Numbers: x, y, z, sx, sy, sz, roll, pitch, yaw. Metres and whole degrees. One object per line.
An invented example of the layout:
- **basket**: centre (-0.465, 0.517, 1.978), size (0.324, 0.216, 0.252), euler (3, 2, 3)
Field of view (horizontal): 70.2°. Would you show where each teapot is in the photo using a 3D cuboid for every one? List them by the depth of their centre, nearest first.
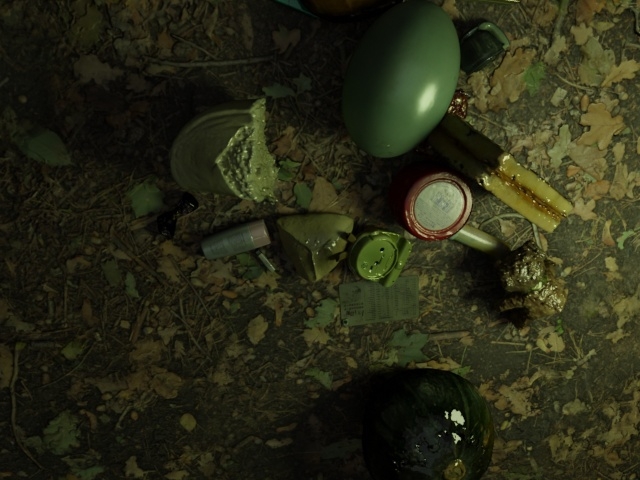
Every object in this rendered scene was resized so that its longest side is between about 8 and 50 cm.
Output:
- **teapot**: centre (0.437, -0.529, 1.227), size (0.149, 0.111, 0.108), euler (-34, 94, 11)

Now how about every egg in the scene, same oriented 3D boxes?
- **egg**: centre (0.200, -0.400, 1.154), size (0.276, 0.276, 0.388), euler (16, 106, -11)

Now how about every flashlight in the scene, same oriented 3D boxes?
- **flashlight**: centre (-0.171, 0.061, 1.404), size (0.018, 0.018, 0.083), euler (-35, 108, 6)

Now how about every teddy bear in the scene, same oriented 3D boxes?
- **teddy bear**: centre (0.640, 0.148, 1.432), size (0.246, 0.296, 0.222), euler (-37, 74, 1)

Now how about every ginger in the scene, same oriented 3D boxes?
- **ginger**: centre (0.107, -0.623, 1.104), size (0.322, 0.172, 0.165), euler (-13, 113, -13)

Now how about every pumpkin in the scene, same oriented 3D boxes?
- **pumpkin**: centre (0.346, 0.635, 1.476), size (0.455, 0.344, 0.453), euler (-4, 113, -9)

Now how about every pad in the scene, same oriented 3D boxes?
- **pad**: centre (0.195, 0.201, 1.493), size (0.265, 0.009, 0.159), euler (-7, 108, -4)

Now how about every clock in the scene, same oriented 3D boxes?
- **clock**: centre (0.151, 0.043, 1.376), size (0.232, 0.069, 0.170), euler (15, 108, -28)

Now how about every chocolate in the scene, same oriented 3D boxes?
- **chocolate**: centre (-0.419, -0.072, 1.314), size (0.147, 0.070, 0.072), euler (-44, 79, 8)

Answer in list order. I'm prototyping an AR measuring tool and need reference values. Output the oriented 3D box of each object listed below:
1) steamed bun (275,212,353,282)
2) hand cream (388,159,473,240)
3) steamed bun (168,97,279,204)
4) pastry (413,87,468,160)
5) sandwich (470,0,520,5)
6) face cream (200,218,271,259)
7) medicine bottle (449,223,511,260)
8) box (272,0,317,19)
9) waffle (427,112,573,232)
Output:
- **steamed bun**: centre (-0.010, 0.027, 1.364), size (0.232, 0.110, 0.212), euler (-4, 109, -2)
- **hand cream**: centre (0.319, -0.117, 1.329), size (0.231, 0.149, 0.230), euler (-2, 107, -8)
- **steamed bun**: centre (-0.224, -0.243, 1.176), size (0.274, 0.290, 0.272), euler (8, 93, -1)
- **pastry**: centre (0.329, -0.330, 1.278), size (0.097, 0.115, 0.208), euler (14, 109, -47)
- **sandwich**: centre (0.427, -0.642, 1.204), size (0.163, 0.079, 0.113), euler (37, 103, -17)
- **face cream**: centre (-0.253, -0.001, 1.357), size (0.199, 0.057, 0.084), euler (-16, 110, -2)
- **medicine bottle**: centre (0.490, -0.004, 1.425), size (0.218, 0.074, 0.073), euler (22, 105, -14)
- **box**: centre (-0.088, -0.686, 1.154), size (0.227, 0.042, 0.160), euler (18, 105, -12)
- **waffle**: centre (0.486, -0.176, 1.213), size (0.376, 0.261, 0.114), euler (24, 111, -34)
